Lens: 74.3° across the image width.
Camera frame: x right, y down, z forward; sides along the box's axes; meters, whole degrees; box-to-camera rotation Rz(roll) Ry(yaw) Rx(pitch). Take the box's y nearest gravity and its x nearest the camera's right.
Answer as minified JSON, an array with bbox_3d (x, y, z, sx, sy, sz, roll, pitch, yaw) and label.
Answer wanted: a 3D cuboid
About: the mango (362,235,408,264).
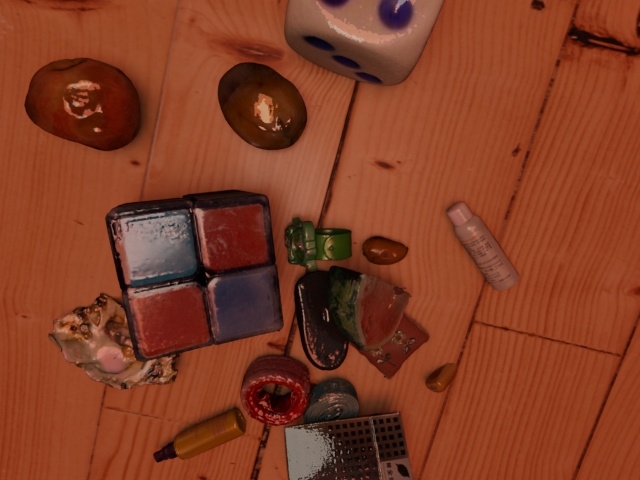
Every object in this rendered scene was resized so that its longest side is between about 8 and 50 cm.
[{"bbox_3d":[0.177,0.029,1.150,0.127,0.063,0.077,7,92,-3],"label":"mango"}]

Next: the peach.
[{"bbox_3d":[-0.550,-0.315,0.987,0.236,0.214,0.214,-2,101,-24],"label":"peach"}]

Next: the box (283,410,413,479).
[{"bbox_3d":[0.071,0.572,1.131,0.326,0.047,0.180,-6,66,-5],"label":"box"}]

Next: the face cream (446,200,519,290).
[{"bbox_3d":[0.437,0.012,1.147,0.082,0.082,0.269,-36,100,4],"label":"face cream"}]

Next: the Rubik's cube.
[{"bbox_3d":[-0.286,0.053,0.976,0.314,0.316,0.317,-9,99,-20],"label":"Rubik's cube"}]

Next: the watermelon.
[{"bbox_3d":[0.105,0.146,1.037,0.180,0.305,0.223,-32,63,17],"label":"watermelon"}]

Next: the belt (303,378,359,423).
[{"bbox_3d":[0.028,0.473,1.212,0.163,0.082,0.147,-5,110,-5],"label":"belt"}]

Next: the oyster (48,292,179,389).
[{"bbox_3d":[-0.552,0.299,1.161,0.355,0.107,0.201,35,77,5],"label":"oyster"}]

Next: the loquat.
[{"bbox_3d":[-0.142,-0.322,1.022,0.228,0.179,0.179,37,97,-5],"label":"loquat"}]

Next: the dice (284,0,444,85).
[{"bbox_3d":[0.104,-0.548,0.942,0.305,0.277,0.303,18,96,-4],"label":"dice"}]

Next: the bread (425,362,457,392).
[{"bbox_3d":[0.354,0.402,1.233,0.062,0.103,0.049,-31,89,47],"label":"bread"}]

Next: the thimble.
[{"bbox_3d":[-0.126,0.415,1.175,0.190,0.125,0.162,7,101,-3],"label":"thimble"}]

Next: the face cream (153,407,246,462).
[{"bbox_3d":[-0.353,0.573,1.216,0.274,0.078,0.078,-25,100,2],"label":"face cream"}]

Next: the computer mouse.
[{"bbox_3d":[0.003,0.216,1.162,0.138,0.086,0.269,-6,85,-14],"label":"computer mouse"}]

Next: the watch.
[{"bbox_3d":[0.000,0.000,1.114,0.152,0.165,0.131,-8,100,-26],"label":"watch"}]

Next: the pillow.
[{"bbox_3d":[0.196,0.282,1.188,0.171,0.075,0.179,44,94,-8],"label":"pillow"}]
